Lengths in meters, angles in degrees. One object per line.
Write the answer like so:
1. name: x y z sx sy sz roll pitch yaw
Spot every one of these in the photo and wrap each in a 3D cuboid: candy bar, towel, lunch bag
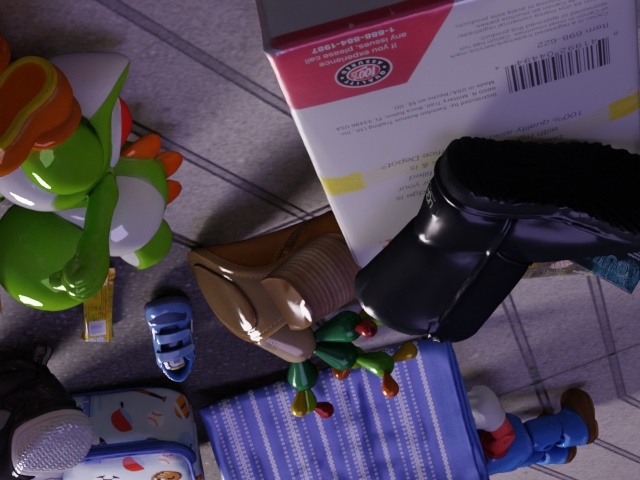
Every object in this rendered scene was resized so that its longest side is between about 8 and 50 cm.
1. candy bar: -0.244 0.073 1.724 0.040 0.018 0.161 -4 151 -10
2. towel: 0.037 0.271 2.026 0.336 0.040 0.243 -17 112 -3
3. lunch bag: -0.272 0.295 2.017 0.243 0.115 0.303 -8 150 -6

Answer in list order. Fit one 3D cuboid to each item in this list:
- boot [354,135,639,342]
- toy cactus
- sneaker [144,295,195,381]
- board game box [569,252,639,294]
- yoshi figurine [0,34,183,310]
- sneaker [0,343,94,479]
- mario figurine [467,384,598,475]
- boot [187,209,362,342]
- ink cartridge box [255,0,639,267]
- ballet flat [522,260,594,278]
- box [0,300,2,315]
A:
1. boot: 0.172 0.008 1.367 0.246 0.094 0.207 6 143 -20
2. toy cactus: 0.003 0.141 1.876 0.180 0.112 0.219 19 142 -25
3. sneaker: -0.166 0.109 1.781 0.053 0.059 0.144 -10 150 -2
4. board game box: 0.281 -0.035 1.628 0.186 0.026 0.126 27 96 -27
5. yoshi figurine: -0.248 -0.037 1.371 0.203 0.204 0.362 -4 157 15
6. sneaker: -0.375 0.235 1.808 0.268 0.153 0.101 -40 144 20
7. mario figurine: 0.224 0.261 2.202 0.320 0.170 0.198 -7 116 -32
8. boot: 0.000 0.000 1.621 0.220 0.109 0.283 -35 -169 -26
9. ink cartridge box: 0.114 -0.151 1.330 0.279 0.160 0.385 -15 151 4
10. ballet flat: 0.292 -0.020 1.705 0.348 0.123 0.123 -3 150 -20
11. box: -0.439 0.036 1.460 0.256 0.128 0.122 4 147 -30
